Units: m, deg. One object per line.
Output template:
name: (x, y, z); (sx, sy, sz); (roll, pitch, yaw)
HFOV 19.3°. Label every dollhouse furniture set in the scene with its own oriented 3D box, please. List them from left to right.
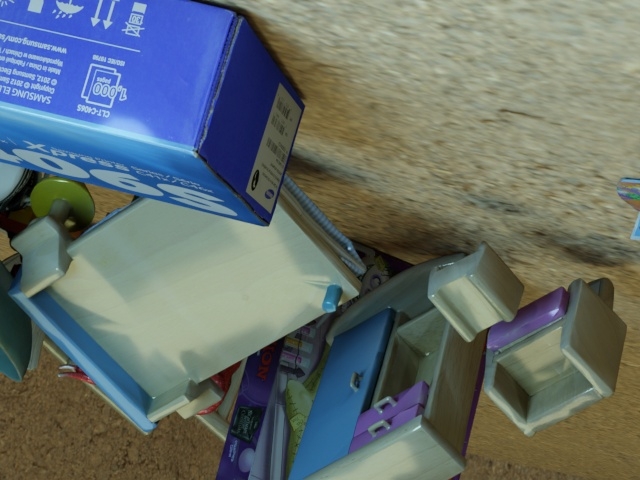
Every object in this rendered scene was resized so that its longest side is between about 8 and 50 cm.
dollhouse furniture set: (0.000, 0.000, 1.247); (0.286, 0.198, 0.303); (-32, 113, 30)

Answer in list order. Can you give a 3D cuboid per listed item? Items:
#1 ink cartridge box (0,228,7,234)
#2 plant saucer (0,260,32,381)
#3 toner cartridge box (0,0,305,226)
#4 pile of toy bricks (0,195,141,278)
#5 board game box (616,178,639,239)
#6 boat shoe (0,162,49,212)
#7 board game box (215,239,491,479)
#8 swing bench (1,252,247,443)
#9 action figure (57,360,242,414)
ink cartridge box: (-0.274, -0.019, 1.754); (0.062, 0.029, 0.115); (13, 170, 14)
plant saucer: (-0.304, -0.029, 1.306); (0.317, 0.043, 0.317); (43, 167, 13)
toner cartridge box: (-0.194, -0.096, 0.975); (0.347, 0.075, 0.165); (14, 170, 13)
pile of toy bricks: (-0.123, -0.004, 1.366); (0.212, 0.105, 0.118); (19, -159, -21)
board game box: (0.237, 0.007, 0.996); (0.168, 0.033, 0.133); (8, 168, 44)
boat shoe: (-0.223, -0.057, 1.294); (0.070, 0.078, 0.219); (20, 178, -23)
board game box: (0.017, 0.183, 1.458); (0.208, 0.347, 0.056); (22, 167, -40)
swing bench: (-0.207, 0.088, 1.892); (0.254, 0.165, 0.253); (25, 169, -25)
action figure: (-0.135, 0.060, 1.511); (0.139, 0.091, 0.280); (21, -168, -17)
